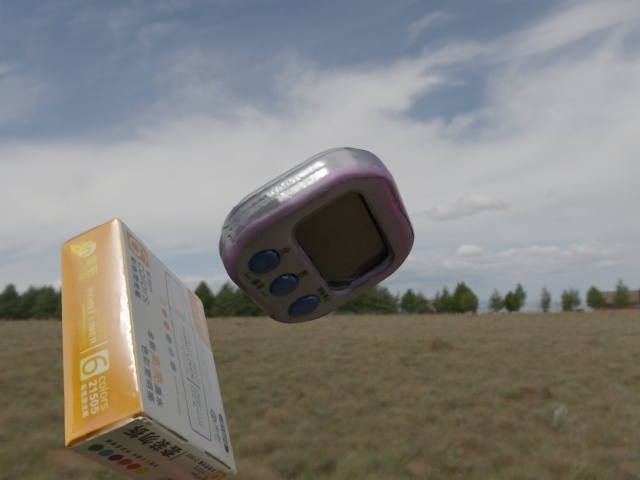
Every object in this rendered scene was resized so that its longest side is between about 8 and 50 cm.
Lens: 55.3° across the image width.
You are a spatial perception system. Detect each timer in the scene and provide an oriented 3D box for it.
[{"bbox_3d":[0.000,0.000,0.649,0.191,0.069,0.208,-31,-37,1],"label":"timer"}]

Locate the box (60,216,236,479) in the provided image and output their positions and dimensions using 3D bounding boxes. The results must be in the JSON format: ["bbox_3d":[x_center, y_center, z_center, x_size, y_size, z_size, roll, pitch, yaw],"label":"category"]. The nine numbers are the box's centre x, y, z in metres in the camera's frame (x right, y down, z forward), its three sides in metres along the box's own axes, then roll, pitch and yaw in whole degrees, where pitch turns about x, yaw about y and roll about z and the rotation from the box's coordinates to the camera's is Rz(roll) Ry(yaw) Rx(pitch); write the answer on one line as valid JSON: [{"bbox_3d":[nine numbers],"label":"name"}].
[{"bbox_3d":[-0.203,0.137,0.714,0.091,0.273,0.220,-25,-38,3],"label":"box"}]
